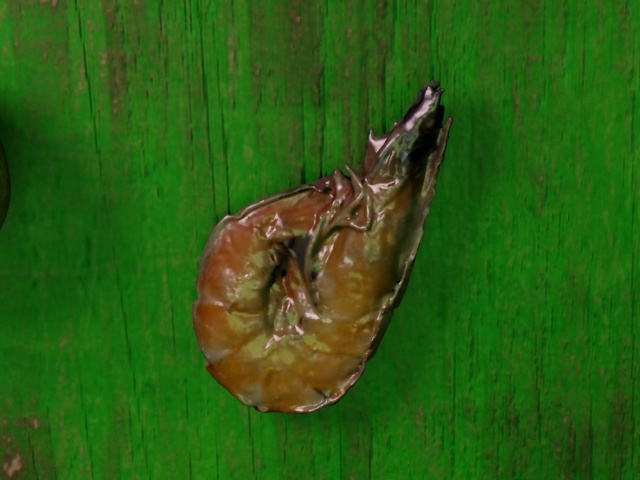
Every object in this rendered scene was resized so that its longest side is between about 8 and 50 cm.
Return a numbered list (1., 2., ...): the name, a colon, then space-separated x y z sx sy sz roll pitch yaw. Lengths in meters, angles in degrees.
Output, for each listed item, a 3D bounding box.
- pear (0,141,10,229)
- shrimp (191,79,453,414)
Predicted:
1. pear: -0.326 -0.048 1.145 0.198 0.198 0.198 -2 109 -5
2. shrimp: 0.000 0.000 1.254 0.164 0.062 0.317 24 108 -10
